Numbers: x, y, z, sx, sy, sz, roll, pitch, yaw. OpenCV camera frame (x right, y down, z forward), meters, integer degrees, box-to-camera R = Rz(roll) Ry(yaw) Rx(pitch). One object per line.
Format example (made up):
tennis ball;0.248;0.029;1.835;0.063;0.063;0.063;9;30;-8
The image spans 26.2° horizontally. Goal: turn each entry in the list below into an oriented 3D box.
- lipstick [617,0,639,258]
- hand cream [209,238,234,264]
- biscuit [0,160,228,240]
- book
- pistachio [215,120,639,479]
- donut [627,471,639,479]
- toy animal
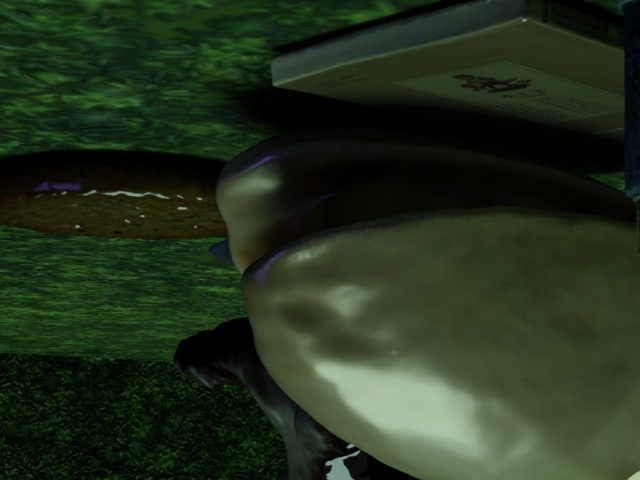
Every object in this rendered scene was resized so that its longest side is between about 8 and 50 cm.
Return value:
lipstick;0.100;-0.047;0.398;0.037;0.116;0.037;3;171;0
hand cream;0.000;0.000;0.973;0.079;0.048;0.255;11;171;-24
biscuit;-0.122;-0.025;0.874;0.188;0.027;0.188;0;172;0
book;0.096;-0.067;0.600;0.198;0.016;0.138;9;169;-44
pistachio;0.080;0.033;0.719;0.214;0.193;0.318;-34;144;30
donut;0.281;0.177;1.315;0.435;0.163;0.377;0;-162;24
toy animal;0.098;0.093;0.998;0.344;0.194;0.302;-20;176;-20
